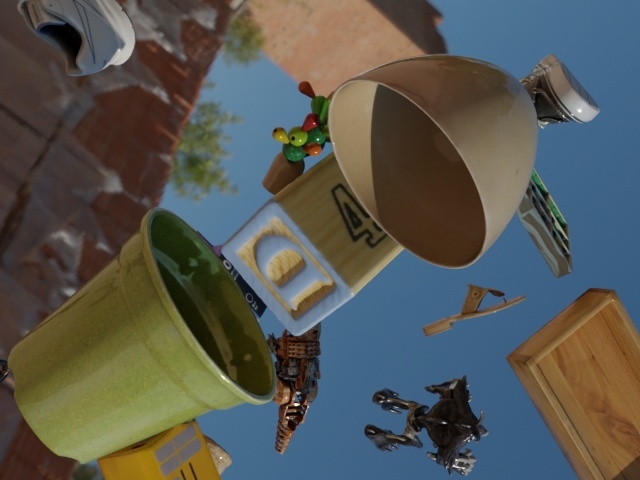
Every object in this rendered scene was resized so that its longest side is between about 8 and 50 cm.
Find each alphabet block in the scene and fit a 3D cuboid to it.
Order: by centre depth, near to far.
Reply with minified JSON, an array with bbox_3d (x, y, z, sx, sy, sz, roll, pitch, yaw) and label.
[{"bbox_3d":[0.000,0.000,1.614,0.197,0.193,0.192,-40,-179,-41],"label":"alphabet block"}]

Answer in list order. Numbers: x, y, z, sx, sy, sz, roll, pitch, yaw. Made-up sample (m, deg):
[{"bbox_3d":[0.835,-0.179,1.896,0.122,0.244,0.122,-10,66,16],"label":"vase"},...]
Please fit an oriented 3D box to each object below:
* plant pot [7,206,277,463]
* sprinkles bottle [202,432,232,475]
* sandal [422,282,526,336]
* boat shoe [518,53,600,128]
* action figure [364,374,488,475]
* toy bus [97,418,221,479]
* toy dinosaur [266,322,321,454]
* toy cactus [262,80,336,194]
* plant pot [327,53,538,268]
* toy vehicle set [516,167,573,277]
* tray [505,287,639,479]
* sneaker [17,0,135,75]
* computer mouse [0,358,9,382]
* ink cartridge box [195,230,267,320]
[{"bbox_3d":[-0.235,0.141,1.277,0.254,0.276,0.276,-32,-156,11],"label":"plant pot"},{"bbox_3d":[-0.314,0.525,1.925,0.355,0.121,0.121,-54,-161,-20],"label":"sprinkles bottle"},{"bbox_3d":[0.333,0.137,2.287,0.240,0.079,0.088,-22,177,7],"label":"sandal"},{"bbox_3d":[0.432,-0.261,1.912,0.119,0.121,0.335,-39,-172,15],"label":"boat shoe"},{"bbox_3d":[0.203,0.307,1.721,0.276,0.141,0.164,-5,-105,54],"label":"action figure"},{"bbox_3d":[-0.210,0.356,1.431,0.108,0.332,0.130,-16,-171,34],"label":"toy bus"},{"bbox_3d":[-0.071,0.277,2.091,0.322,0.164,0.218,-62,-153,8],"label":"toy dinosaur"},{"bbox_3d":[-0.033,-0.152,1.581,0.180,0.112,0.219,-50,-174,18],"label":"toy cactus"},{"bbox_3d":[0.173,-0.133,1.343,0.191,0.284,0.284,-38,-167,-23],"label":"plant pot"},{"bbox_3d":[0.404,-0.075,1.950,0.035,0.267,0.166,-24,-152,24],"label":"toy vehicle set"},{"bbox_3d":[0.498,0.306,1.724,0.203,0.411,0.076,-36,-167,-18],"label":"tray"},{"bbox_3d":[-0.394,-0.373,1.490,0.111,0.297,0.129,-29,-166,37],"label":"sneaker"},{"bbox_3d":[-0.572,0.270,1.650,0.041,0.071,0.242,1,-148,24],"label":"computer mouse"},{"bbox_3d":[-0.206,0.109,1.992,0.045,0.208,0.206,-26,-155,41],"label":"ink cartridge box"}]
